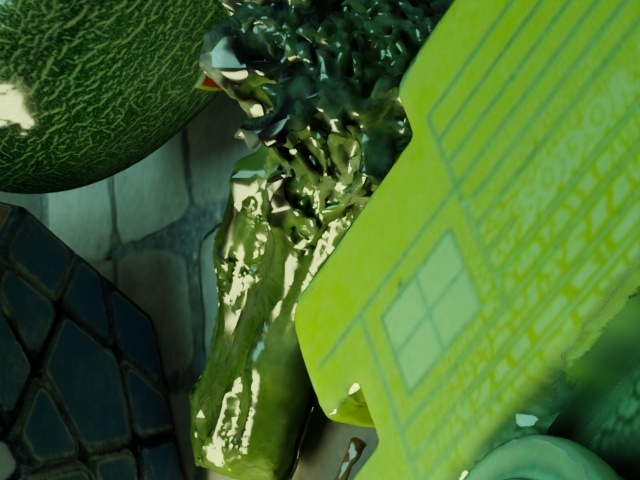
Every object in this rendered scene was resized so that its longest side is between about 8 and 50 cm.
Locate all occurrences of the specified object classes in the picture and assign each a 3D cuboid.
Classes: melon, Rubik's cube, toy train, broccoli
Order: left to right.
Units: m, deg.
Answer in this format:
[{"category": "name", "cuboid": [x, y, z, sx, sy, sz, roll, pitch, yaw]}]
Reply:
[{"category": "Rubik's cube", "cuboid": [-0.229, 0.122, 0.945, 0.264, 0.319, 0.319, -23, 65, 22]}, {"category": "melon", "cuboid": [-0.117, -0.134, 0.880, 0.287, 0.182, 0.182, -49, 47, 16]}, {"category": "broccoli", "cuboid": [-0.007, -0.003, 0.786, 0.165, 0.146, 0.304, -115, 32, -44]}, {"category": "toy train", "cuboid": [0.150, -0.014, 0.533, 0.442, 0.179, 0.272, -54, 38, 35]}]

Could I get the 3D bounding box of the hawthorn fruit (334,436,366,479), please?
[{"category": "hawthorn fruit", "cuboid": [-0.012, 0.175, 0.716, 0.203, 0.163, 0.162, 103, 153, -59]}]
